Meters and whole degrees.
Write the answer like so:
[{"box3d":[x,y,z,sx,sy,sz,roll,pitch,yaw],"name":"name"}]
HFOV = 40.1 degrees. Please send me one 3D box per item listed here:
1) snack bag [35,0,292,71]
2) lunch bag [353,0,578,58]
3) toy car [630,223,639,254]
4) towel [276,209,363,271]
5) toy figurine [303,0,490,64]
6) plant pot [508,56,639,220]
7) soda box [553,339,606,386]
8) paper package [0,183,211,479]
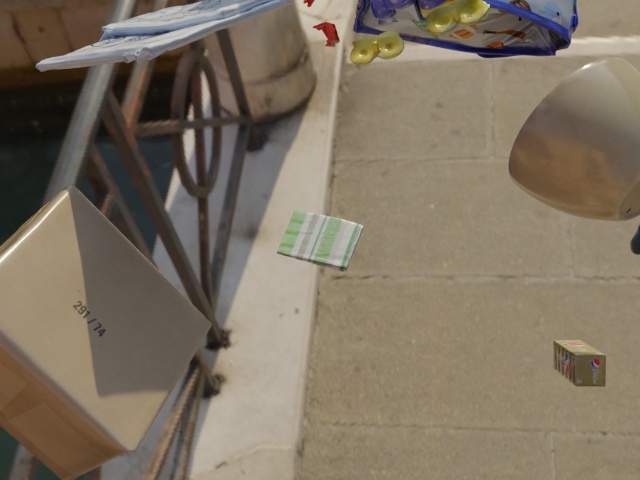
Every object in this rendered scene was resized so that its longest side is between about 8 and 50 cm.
[{"box3d":[-0.258,-0.347,1.432,0.323,0.037,0.342,6,30,42],"name":"snack bag"},{"box3d":[0.272,-0.512,1.554,0.386,0.239,0.327,8,79,-1],"name":"lunch bag"},{"box3d":[0.442,-0.053,1.020,0.155,0.149,0.188,23,102,-9],"name":"toy car"},{"box3d":[0.000,0.000,1.772,0.152,0.023,0.113,13,61,18],"name":"towel"},{"box3d":[0.167,-0.343,1.026,0.363,0.217,0.191,-20,95,16],"name":"toy figurine"},{"box3d":[0.497,-0.144,1.511,0.284,0.284,0.191,-32,56,-12],"name":"plant pot"},{"box3d":[0.500,0.236,1.702,0.058,0.181,0.061,0,92,3],"name":"soda box"},{"box3d":[-0.370,0.133,1.301,0.168,0.325,0.309,-32,18,35],"name":"paper package"}]
